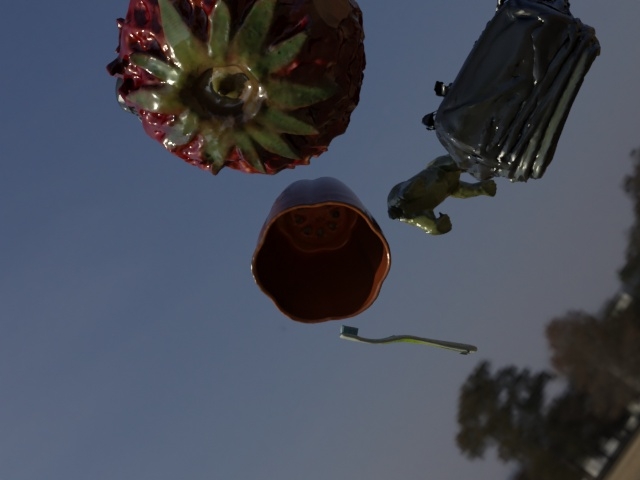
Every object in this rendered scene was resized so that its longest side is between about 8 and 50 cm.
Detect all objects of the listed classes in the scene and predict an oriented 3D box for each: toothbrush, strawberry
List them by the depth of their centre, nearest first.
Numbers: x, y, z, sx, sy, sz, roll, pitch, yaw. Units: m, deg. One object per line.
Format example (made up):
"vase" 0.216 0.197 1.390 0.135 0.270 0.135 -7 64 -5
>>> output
"strawberry" -0.053 -0.168 1.066 0.244 0.205 0.205 -73 7 -59
"toothbrush" 0.156 0.179 2.251 0.022 0.263 0.026 138 139 -61

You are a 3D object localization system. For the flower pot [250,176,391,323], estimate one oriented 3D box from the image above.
"flower pot" 0.000 0.000 1.816 0.191 0.190 0.173 -61 12 19

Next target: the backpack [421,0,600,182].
"backpack" 0.193 -0.161 1.303 0.206 0.133 0.258 -63 -3 13

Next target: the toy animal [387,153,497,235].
"toy animal" 0.176 -0.083 1.946 0.218 0.101 0.103 -37 -65 -36

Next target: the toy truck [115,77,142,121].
"toy truck" -0.171 -0.247 1.806 0.177 0.161 0.213 -1 -77 -69
